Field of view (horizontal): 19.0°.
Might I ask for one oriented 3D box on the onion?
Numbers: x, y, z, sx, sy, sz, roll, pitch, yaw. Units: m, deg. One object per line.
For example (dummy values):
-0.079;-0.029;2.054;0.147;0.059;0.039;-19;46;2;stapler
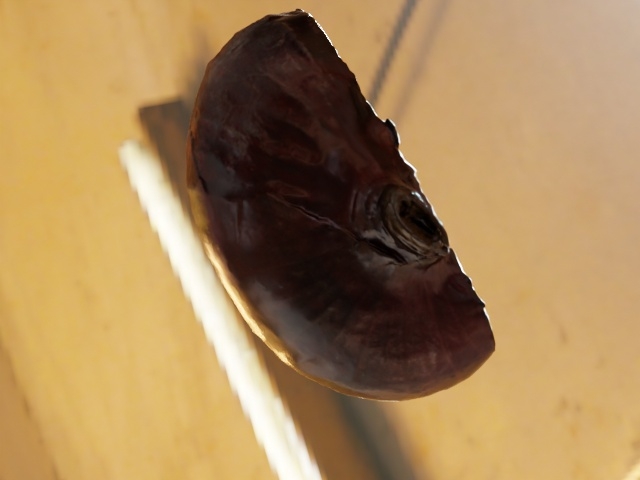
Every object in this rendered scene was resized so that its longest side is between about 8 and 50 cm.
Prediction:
0.000;0.000;0.882;0.206;0.098;0.151;62;-5;-17;onion
